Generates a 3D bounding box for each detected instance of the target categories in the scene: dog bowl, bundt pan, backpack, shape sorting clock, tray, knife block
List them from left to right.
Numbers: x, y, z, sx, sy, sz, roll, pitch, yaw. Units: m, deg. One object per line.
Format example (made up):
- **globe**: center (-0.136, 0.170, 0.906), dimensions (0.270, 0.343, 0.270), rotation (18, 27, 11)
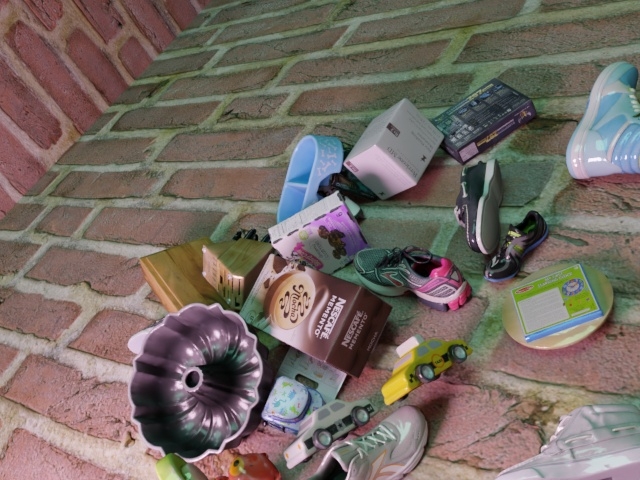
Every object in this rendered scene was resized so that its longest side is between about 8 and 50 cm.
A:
- **tray**: center (-0.307, 0.118, 1.766), dimensions (0.203, 0.076, 0.411), rotation (-20, 31, -23)
- **bundt pan**: center (-0.240, 0.305, 1.458), dimensions (0.331, 0.124, 0.330), rotation (-9, 67, 22)
- **knife block**: center (-0.156, 0.057, 1.688), dimensions (0.242, 0.088, 0.276), rotation (-9, 26, -28)
- **backpack**: center (-0.051, 0.333, 1.364), dimensions (0.115, 0.084, 0.105), rotation (17, 62, 17)
- **dog bowl**: center (-0.034, -0.137, 1.785), dimensions (0.166, 0.074, 0.297), rotation (15, 91, 59)
- **shape sorting clock**: center (0.442, 0.122, 1.282), dimensions (0.206, 0.040, 0.206), rotation (-24, 37, 19)

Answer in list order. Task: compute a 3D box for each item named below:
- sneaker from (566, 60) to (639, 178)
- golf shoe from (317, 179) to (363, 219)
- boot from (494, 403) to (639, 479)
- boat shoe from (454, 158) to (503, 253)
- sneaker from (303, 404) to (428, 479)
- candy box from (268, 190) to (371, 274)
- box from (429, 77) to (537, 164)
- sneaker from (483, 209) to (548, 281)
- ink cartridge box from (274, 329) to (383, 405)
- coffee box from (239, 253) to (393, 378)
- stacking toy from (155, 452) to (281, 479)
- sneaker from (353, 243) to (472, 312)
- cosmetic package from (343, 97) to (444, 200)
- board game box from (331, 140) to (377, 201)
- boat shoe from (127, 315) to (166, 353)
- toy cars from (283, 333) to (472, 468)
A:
- **sneaker**: center (0.681, -0.259, 1.469), dimensions (0.208, 0.127, 0.318), rotation (8, 63, 45)
- **golf shoe**: center (0.035, -0.107, 1.809), dimensions (0.077, 0.093, 0.198), rotation (-41, 38, -11)
- **boot**: center (0.384, 0.332, 1.060), dimensions (0.259, 0.095, 0.123), rotation (-15, 33, 11)
- **boat shoe**: center (0.347, -0.071, 1.525), dimensions (0.091, 0.114, 0.302), rotation (-10, 30, 27)
- **sneaker**: center (0.080, 0.380, 1.196), dimensions (0.262, 0.121, 0.099), rotation (-44, 38, -14)
- **candy box**: center (0.000, 0.000, 1.651), dimensions (0.196, 0.164, 0.070), rotation (-29, 35, 7)
- **box**: center (0.414, -0.314, 1.785), dimensions (0.233, 0.059, 0.183), rotation (-34, 36, 1)
- **sneaker**: center (0.396, 0.010, 1.413), dimensions (0.188, 0.078, 0.067), rotation (-46, 38, -15)
- **ink cartridge box**: center (0.023, 0.231, 1.487), dimensions (0.189, 0.066, 0.232), rotation (16, 79, 46)
- **coffee box**: center (-0.017, 0.152, 1.445), dimensions (0.297, 0.119, 0.168), rotation (16, 76, 46)
- **stacking toy**: center (-0.120, 0.447, 1.145), dimensions (0.130, 0.279, 0.309), rotation (-42, 41, -9)
- **sneaker**: center (0.189, 0.056, 1.490), dimensions (0.299, 0.112, 0.120), rotation (12, 55, 45)
- **cosmetic package**: center (0.187, -0.230, 1.747), dimensions (0.151, 0.151, 0.183), rotation (-25, 29, 56)
- **board game box**: center (0.094, -0.191, 1.846), dimensions (0.186, 0.126, 0.026), rotation (-85, 17, -47)
- **boat shoe**: center (-0.388, 0.224, 1.769), dimensions (0.229, 0.080, 0.076), rotation (-25, 31, 11)
- **toy cars**: center (0.095, 0.276, 1.251), dimensions (0.394, 0.176, 0.087), rotation (-33, 74, 1)
